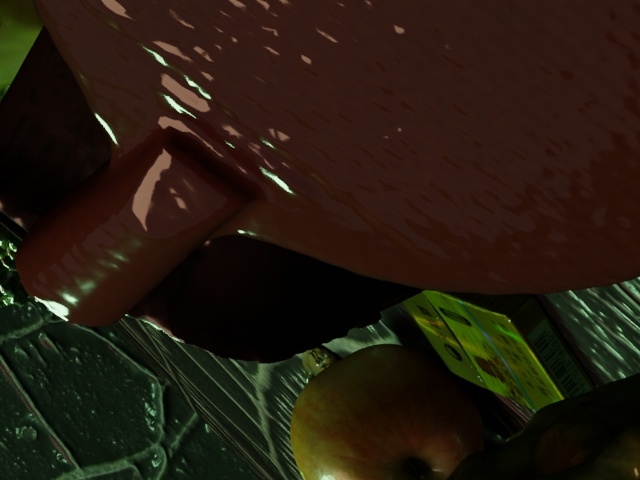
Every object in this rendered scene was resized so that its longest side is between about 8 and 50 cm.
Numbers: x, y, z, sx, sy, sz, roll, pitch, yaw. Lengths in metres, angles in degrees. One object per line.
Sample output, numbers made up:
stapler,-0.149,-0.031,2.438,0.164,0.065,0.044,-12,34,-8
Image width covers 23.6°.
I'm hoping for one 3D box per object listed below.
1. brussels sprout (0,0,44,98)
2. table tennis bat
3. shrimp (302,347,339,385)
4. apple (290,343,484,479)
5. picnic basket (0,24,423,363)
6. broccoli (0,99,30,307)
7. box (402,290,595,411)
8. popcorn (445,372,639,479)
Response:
brussels sprout,-0.273,-0.236,1.032,0.371,0.315,0.276,36,180,8
table tennis bat,0.000,-0.061,0.499,0.268,0.051,0.414,37,143,-13
shrimp,0.026,0.207,1.815,0.173,0.058,0.253,51,164,19
apple,0.056,0.184,1.406,0.199,0.199,0.199,44,165,14
picnic basket,-0.023,-0.067,0.786,0.222,0.297,0.129,36,119,19
broccoli,-0.260,-0.132,1.303,0.302,0.249,0.375,1,-102,-73
box,0.131,0.075,1.190,0.121,0.030,0.193,54,164,-24
popcorn,0.206,0.198,0.870,0.293,0.293,0.237,14,126,65
